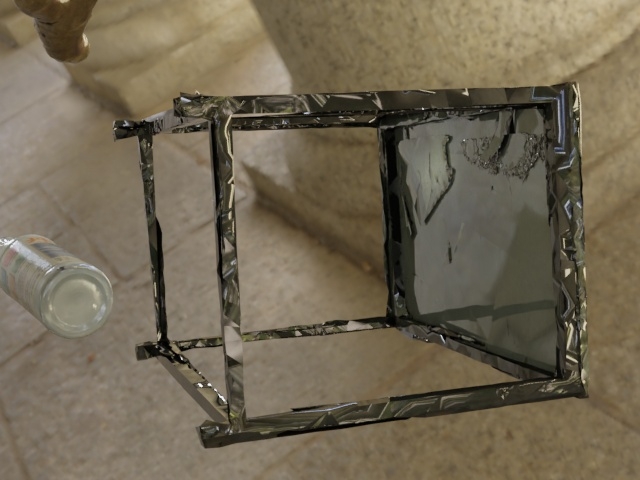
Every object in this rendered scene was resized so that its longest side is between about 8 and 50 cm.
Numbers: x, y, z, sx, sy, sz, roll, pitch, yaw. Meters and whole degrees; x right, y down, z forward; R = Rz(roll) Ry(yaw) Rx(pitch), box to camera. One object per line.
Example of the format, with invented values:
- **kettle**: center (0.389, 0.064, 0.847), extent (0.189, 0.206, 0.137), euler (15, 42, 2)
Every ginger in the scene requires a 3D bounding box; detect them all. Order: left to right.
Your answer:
- **ginger**: center (-0.221, -0.304, 1.011), extent (0.333, 0.080, 0.166), euler (-49, -8, 28)

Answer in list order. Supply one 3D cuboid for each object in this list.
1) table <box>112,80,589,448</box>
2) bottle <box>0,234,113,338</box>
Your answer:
- **table**: center (0.000, 0.000, 0.814), extent (0.272, 0.222, 0.335), euler (-5, 4, -17)
- **bottle**: center (-0.230, 0.027, 0.843), extent (0.060, 0.060, 0.217), euler (-39, 27, -19)
